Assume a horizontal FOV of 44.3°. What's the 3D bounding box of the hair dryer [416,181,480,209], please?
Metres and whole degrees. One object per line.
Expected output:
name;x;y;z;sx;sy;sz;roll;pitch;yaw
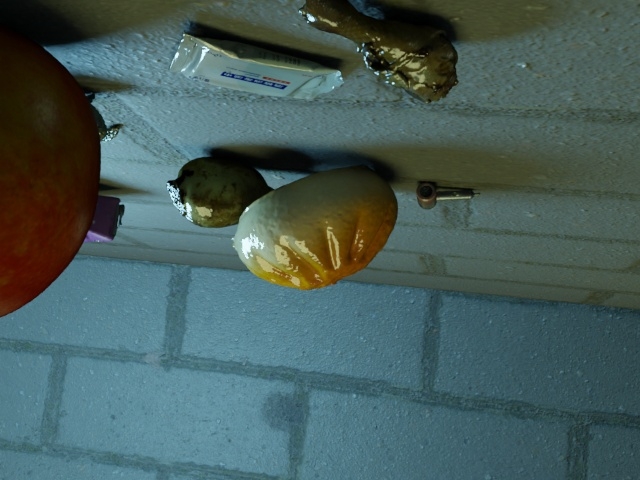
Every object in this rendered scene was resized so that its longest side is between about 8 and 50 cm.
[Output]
hair dryer;0.231;-0.083;1.421;0.115;0.037;0.063;-2;168;8

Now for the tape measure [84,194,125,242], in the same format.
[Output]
tape measure;-0.601;-0.063;1.765;0.245;0.149;0.232;-3;168;45

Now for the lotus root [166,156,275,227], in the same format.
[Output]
lotus root;-0.169;-0.087;1.407;0.214;0.138;0.138;-2;178;-37

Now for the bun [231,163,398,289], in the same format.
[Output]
bun;0.000;0.000;1.378;0.299;0.164;0.299;-18;165;-5

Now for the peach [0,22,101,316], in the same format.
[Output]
peach;-0.442;-0.069;0.929;0.389;0.387;0.388;7;171;1

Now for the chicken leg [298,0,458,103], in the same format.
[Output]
chicken leg;0.064;-0.197;0.777;0.198;0.069;0.085;21;-172;-33

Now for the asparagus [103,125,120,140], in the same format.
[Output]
asparagus;-0.404;-0.174;1.358;0.233;0.023;0.022;-3;-149;47

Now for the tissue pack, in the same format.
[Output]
tissue pack;-0.076;-0.201;0.930;0.193;0.026;0.122;10;171;-17

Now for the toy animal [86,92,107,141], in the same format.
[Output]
toy animal;-0.426;-0.201;1.120;0.253;0.070;0.079;21;133;-10
